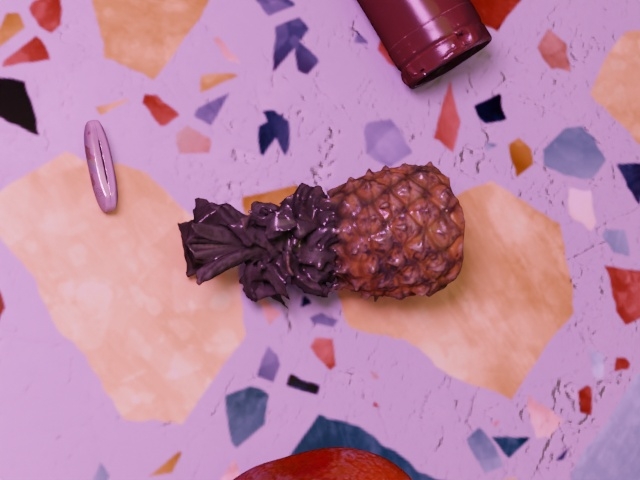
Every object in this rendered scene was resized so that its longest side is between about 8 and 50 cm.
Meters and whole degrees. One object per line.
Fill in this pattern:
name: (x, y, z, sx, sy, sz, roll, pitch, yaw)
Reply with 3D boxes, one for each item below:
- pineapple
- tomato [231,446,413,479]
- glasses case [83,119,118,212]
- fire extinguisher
pineapple: (0.000, -0.001, 1.319, 0.248, 0.128, 0.128, -6, 79, -14)
tomato: (0.001, 0.280, 1.214, 0.232, 0.188, 0.232, 0, 73, -2)
glasses case: (-0.195, -0.066, 1.315, 0.021, 0.032, 0.083, -9, 81, -21)
fire extinguisher: (0.052, -0.279, 1.414, 0.105, 0.105, 0.269, -30, 88, -21)
